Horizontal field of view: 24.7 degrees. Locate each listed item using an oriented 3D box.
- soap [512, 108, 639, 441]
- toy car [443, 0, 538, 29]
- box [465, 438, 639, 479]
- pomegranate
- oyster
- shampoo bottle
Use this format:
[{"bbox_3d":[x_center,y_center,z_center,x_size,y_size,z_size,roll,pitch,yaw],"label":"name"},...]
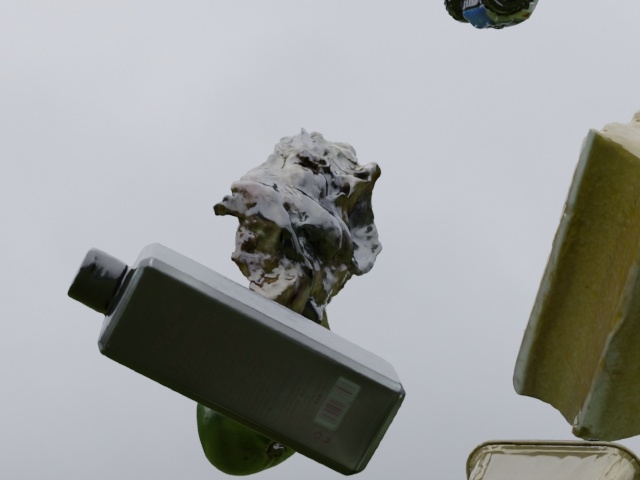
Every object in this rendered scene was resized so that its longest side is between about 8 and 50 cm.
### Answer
[{"bbox_3d":[0.377,0.027,1.556,0.293,0.156,0.335,-9,-55,-39],"label":"soap"},{"bbox_3d":[0.142,-0.239,1.076,0.070,0.170,0.080,7,-1,-18],"label":"toy car"},{"bbox_3d":[0.213,0.237,1.340,0.177,0.111,0.111,-3,-23,27],"label":"box"},{"bbox_3d":[-0.096,0.240,1.913,0.152,0.131,0.191,-13,-10,-24],"label":"pomegranate"},{"bbox_3d":[0.004,-0.002,1.641,0.096,0.221,0.361,-8,18,22],"label":"oyster"},{"bbox_3d":[-0.064,0.077,1.052,0.246,0.080,0.079,28,6,-8],"label":"shampoo bottle"}]
